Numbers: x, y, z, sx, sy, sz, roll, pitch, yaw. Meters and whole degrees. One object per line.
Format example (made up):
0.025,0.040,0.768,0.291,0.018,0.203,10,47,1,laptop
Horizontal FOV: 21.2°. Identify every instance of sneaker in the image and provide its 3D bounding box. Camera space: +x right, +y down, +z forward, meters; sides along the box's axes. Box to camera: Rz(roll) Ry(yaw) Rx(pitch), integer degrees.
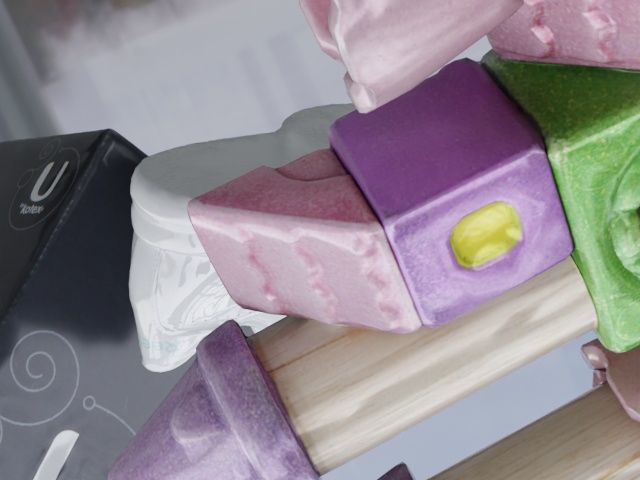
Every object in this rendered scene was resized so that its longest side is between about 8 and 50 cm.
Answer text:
0.000,0.000,0.721,0.212,0.094,0.080,-14,-150,-43,sneaker

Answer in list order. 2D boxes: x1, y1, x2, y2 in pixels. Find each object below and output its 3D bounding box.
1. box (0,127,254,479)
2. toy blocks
-0.135,0.103,0.805,0.143,0.165,0.270,-2,-123,52,box
0.057,0.007,0.424,0.260,0.288,0.309,-27,-136,-3,toy blocks
